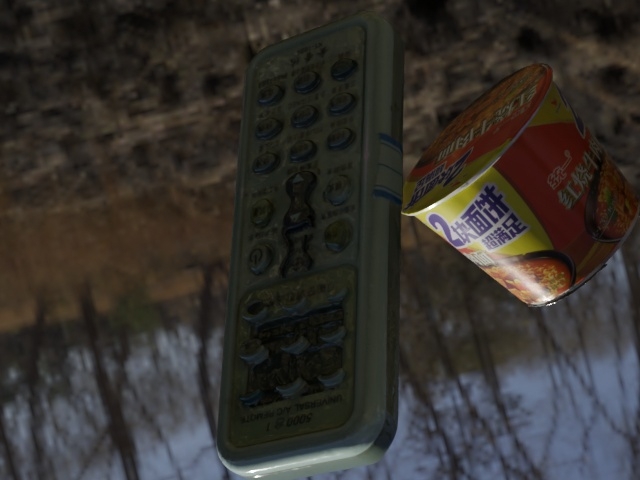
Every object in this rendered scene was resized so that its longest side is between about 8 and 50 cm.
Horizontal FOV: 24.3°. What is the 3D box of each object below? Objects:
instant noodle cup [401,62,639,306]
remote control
[{"bbox_3d":[0.211,-0.048,1.515,0.213,0.174,0.213,-43,-165,14],"label":"instant noodle cup"},{"bbox_3d":[0.000,0.000,1.025,0.128,0.335,0.065,-14,147,29],"label":"remote control"}]
